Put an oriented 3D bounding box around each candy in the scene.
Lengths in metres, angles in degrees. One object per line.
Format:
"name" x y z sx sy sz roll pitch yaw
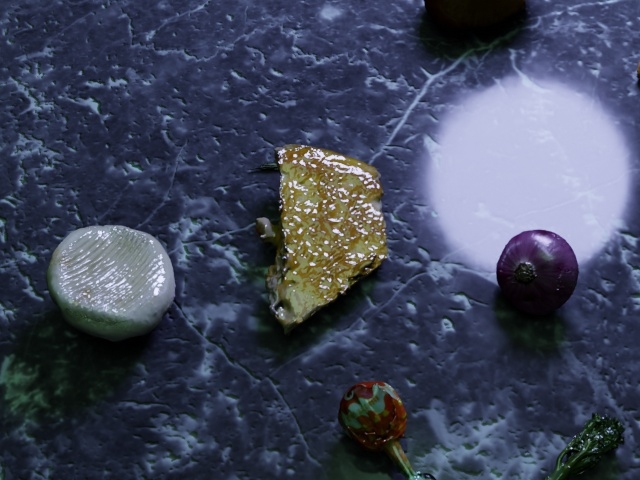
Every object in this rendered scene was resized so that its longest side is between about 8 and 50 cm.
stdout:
"candy" 0.114 0.294 1.313 0.078 0.084 0.288 -25 64 -17

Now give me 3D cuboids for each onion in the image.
"onion" 0.293 0.042 1.455 0.115 0.104 0.115 2 94 26

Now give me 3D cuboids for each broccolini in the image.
"broccolini" 0.276 0.294 1.309 0.239 0.054 0.051 -37 25 -16

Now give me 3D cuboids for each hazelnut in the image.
"hazelnut" 0.256 -0.431 1.744 0.204 0.178 0.178 -48 60 10

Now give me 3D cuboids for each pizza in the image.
"pizza" 0.000 0.000 1.522 0.189 0.071 0.297 6 59 -5

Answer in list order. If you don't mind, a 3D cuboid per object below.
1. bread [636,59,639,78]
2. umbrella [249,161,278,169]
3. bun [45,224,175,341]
"bread" 0.547 -0.292 1.685 0.136 0.054 0.154 -31 56 -12
"umbrella" -0.047 -0.119 1.641 0.122 0.013 0.022 -4 77 1
"bun" -0.289 0.066 1.482 0.183 0.102 0.183 9 48 -10
